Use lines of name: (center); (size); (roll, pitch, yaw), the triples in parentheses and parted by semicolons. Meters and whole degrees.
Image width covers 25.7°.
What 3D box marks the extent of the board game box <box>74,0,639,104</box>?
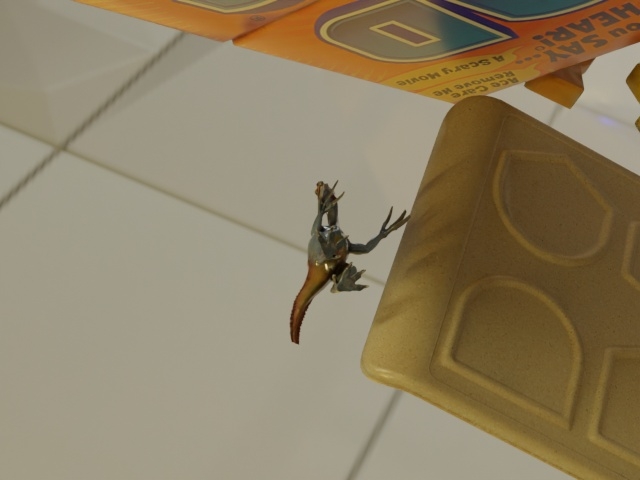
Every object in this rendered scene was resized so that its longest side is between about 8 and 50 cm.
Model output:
board game box: (0.058, -0.305, 0.661); (0.356, 0.356, 0.356); (10, -106, -37)

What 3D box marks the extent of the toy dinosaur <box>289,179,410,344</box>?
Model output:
toy dinosaur: (0.000, 0.000, 0.725); (0.090, 0.047, 0.082); (-41, 16, -2)

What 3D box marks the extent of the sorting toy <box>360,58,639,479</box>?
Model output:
sorting toy: (0.162, 0.007, 0.793); (0.041, 0.229, 0.307); (120, 174, -50)
